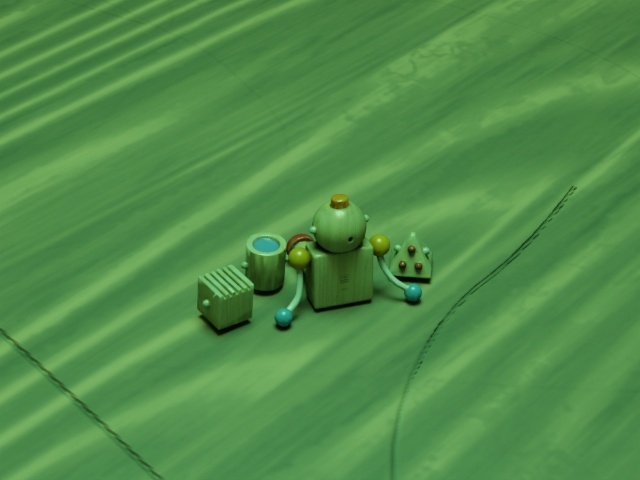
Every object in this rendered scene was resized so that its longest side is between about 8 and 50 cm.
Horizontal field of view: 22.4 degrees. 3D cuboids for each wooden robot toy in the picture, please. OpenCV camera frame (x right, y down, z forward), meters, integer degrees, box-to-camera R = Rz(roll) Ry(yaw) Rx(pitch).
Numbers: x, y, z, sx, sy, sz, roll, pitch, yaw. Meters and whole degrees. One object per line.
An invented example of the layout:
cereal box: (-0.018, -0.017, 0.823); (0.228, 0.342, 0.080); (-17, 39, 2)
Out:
wooden robot toy: (0.000, 0.000, 1.074); (0.173, 0.079, 0.076); (-10, 37, -17)
